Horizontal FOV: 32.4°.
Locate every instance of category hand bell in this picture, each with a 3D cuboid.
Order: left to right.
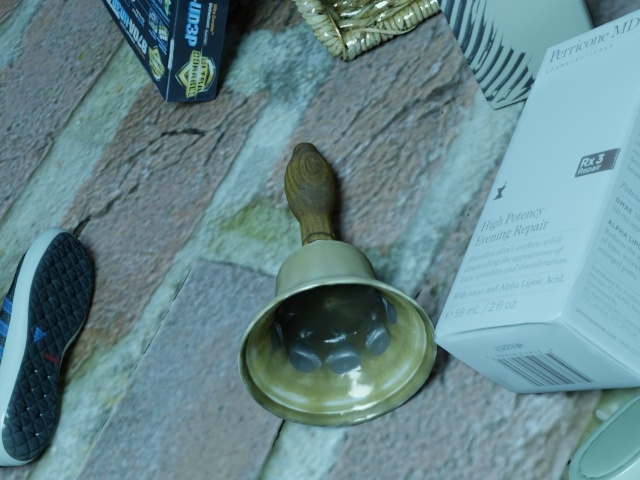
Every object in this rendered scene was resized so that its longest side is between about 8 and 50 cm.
[{"bbox_3d":[0.000,0.000,0.781,0.126,0.126,0.242,-25,37,13],"label":"hand bell"}]

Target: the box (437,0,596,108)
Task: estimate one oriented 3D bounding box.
[{"bbox_3d":[0.108,-0.222,0.743,0.094,0.275,0.113,-19,50,17],"label":"box"}]

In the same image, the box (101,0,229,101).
[{"bbox_3d":[-0.144,-0.255,0.993,0.051,0.175,0.220,-7,40,-26],"label":"box"}]

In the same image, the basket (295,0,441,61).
[{"bbox_3d":[0.070,-0.339,0.895,0.299,0.213,0.223,-27,47,11],"label":"basket"}]

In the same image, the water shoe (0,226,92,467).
[{"bbox_3d":[-0.243,0.078,0.868,0.080,0.073,0.203,-10,52,27],"label":"water shoe"}]

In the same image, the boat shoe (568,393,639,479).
[{"bbox_3d":[0.239,0.081,0.591,0.228,0.069,0.081,-38,7,-5],"label":"boat shoe"}]

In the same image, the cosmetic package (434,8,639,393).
[{"bbox_3d":[0.167,-0.026,0.671,0.117,0.085,0.231,-17,44,56],"label":"cosmetic package"}]
